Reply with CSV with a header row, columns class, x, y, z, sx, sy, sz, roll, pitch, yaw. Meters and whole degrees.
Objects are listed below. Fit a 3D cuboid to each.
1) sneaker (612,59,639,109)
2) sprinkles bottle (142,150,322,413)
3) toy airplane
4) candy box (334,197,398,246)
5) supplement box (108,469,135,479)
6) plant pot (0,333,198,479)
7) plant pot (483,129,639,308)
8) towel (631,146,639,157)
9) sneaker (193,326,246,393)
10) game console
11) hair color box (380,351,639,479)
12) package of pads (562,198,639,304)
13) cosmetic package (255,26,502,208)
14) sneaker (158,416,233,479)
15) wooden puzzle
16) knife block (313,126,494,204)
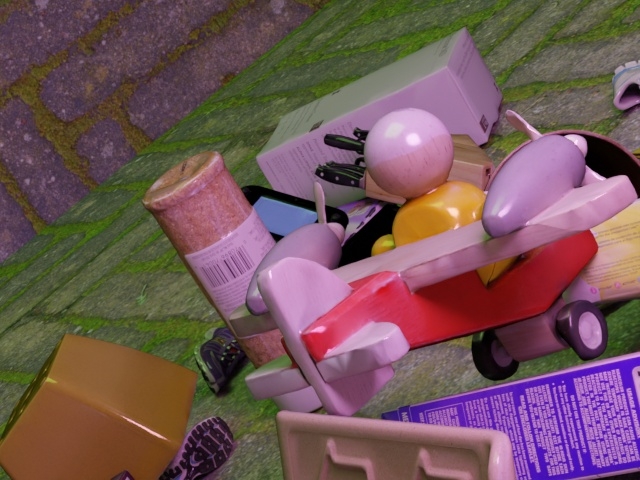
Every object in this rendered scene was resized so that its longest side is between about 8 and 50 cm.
class,x,y,z,sx,sy,sz,roll,pitch,yaw
sneaker,0.510,-0.242,2.376,0.190,0.071,0.083,-30,22,37
sprinkles bottle,-0.090,0.058,2.102,0.121,0.355,0.121,-29,18,10
toy airplane,0.083,0.011,1.506,0.386,0.272,0.384,-13,-5,2
candy box,0.018,0.020,2.486,0.165,0.070,0.196,-16,24,40
supplement box,-0.274,0.369,1.956,0.104,0.081,0.188,-33,10,16
plant pot,-0.303,0.247,2.123,0.212,0.187,0.212,-53,12,19
plant pot,0.284,-0.027,1.993,0.215,0.215,0.230,-33,4,-2
towel,0.543,-0.184,2.232,0.237,0.021,0.102,-38,13,-14
sneaker,-0.140,0.164,2.388,0.071,0.068,0.170,-21,20,15
game console,0.000,0.000,2.361,0.361,0.044,0.213,16,41,30
hair color box,0.247,0.171,1.529,0.339,0.110,0.185,-16,-8,39
package of pads,0.409,-0.002,1.690,0.296,0.101,0.229,-17,-9,43
cosmetic package,0.104,-0.192,2.762,0.385,0.156,0.217,-26,17,22
sneaker,-0.184,0.291,2.131,0.162,0.063,0.073,-43,17,-29
wooden puzzle,0.087,0.300,1.311,0.080,0.322,0.348,-9,3,-30
knife block,0.119,-0.104,2.438,0.242,0.088,0.276,-1,17,-7
